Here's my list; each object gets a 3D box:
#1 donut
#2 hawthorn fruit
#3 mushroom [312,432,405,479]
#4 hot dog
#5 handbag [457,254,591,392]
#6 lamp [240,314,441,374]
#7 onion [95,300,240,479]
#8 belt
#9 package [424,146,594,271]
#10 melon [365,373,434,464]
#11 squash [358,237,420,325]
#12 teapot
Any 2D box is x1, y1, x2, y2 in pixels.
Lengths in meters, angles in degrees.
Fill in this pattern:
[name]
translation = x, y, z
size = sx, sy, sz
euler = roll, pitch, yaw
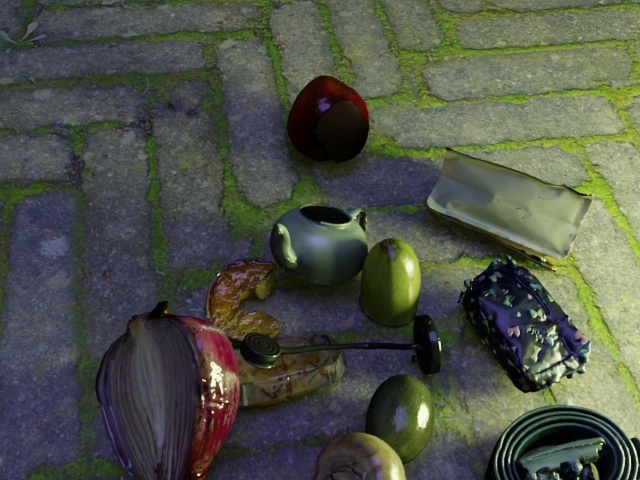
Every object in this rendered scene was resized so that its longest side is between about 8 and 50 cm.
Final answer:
[donut]
translation = -0.146, 0.124, 1.332
size = 0.146, 0.078, 0.181
euler = -5, 57, -7
[hawthorn fruit]
translation = 0.018, -0.291, 1.606
size = 0.189, 0.189, 0.251
euler = 2, 47, -3
[mushroom]
translation = 0.055, 0.381, 1.084
size = 0.127, 0.166, 0.166
euler = 13, 42, -38
[hot dog]
translation = -0.072, 0.231, 1.258
size = 0.253, 0.069, 0.131
euler = -11, 44, -16
[handbag]
translation = 0.380, 0.158, 1.319
size = 0.162, 0.113, 0.260
euler = -25, 59, -15
[lamp]
translation = 0.049, 0.163, 1.219
size = 0.371, 0.108, 0.130
euler = 12, 28, -19
[onion]
translation = -0.216, 0.285, 1.128
size = 0.159, 0.267, 0.348
euler = 6, 66, -48
[belt]
translation = 0.402, 0.372, 1.145
size = 0.267, 0.116, 0.206
euler = -20, 51, -16
[package]
translation = 0.387, -0.065, 1.496
size = 0.311, 0.221, 0.165
euler = 23, 93, 11
[melon]
translation = 0.134, 0.297, 1.188
size = 0.114, 0.114, 0.167
euler = 13, 50, 6
[squash]
translation = 0.133, 0.066, 1.332
size = 0.123, 0.186, 0.123
euler = -2, 47, 2
[teapot]
translation = 0.000, 0.000, 1.366
size = 0.193, 0.129, 0.294
euler = 27, 28, 31
